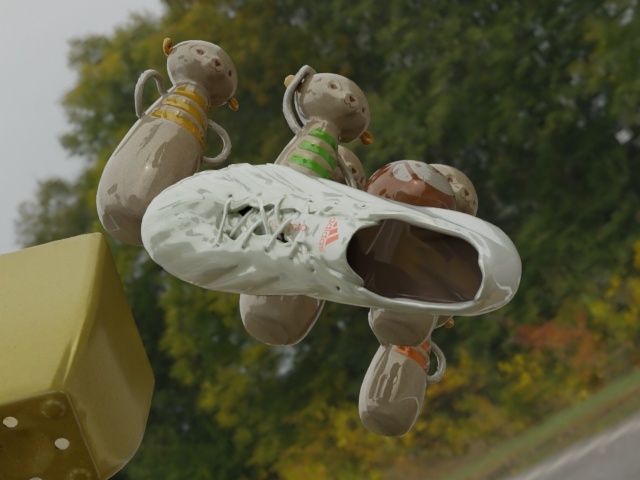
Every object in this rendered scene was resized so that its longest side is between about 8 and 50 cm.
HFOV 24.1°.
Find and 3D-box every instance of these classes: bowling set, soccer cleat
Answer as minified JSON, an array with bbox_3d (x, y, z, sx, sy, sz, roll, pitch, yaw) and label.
[{"bbox_3d":[0.032,-0.022,0.915,0.200,0.287,0.154,-22,36,45],"label":"bowling set"},{"bbox_3d":[0.000,0.000,0.735,0.196,0.068,0.076,8,3,14],"label":"soccer cleat"}]

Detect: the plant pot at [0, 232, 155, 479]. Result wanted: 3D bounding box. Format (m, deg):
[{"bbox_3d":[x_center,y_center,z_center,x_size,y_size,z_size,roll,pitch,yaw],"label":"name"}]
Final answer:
[{"bbox_3d":[-0.114,0.058,0.592,0.081,0.081,0.083,-14,30,2],"label":"plant pot"}]
